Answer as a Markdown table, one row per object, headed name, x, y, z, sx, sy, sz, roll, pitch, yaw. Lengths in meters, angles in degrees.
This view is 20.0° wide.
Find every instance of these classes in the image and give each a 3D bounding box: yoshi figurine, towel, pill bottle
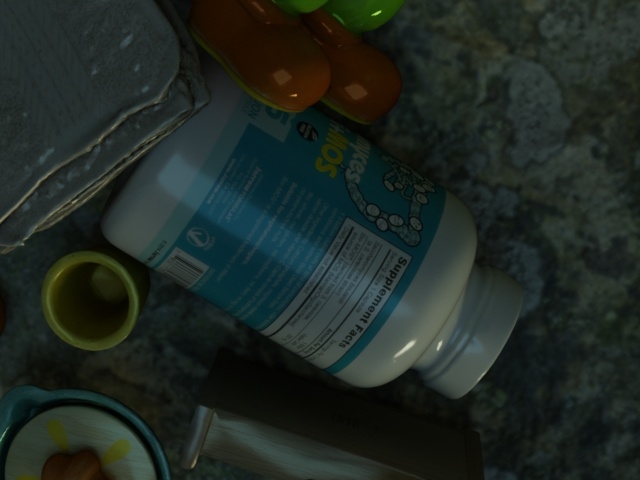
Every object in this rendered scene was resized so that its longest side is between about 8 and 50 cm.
| name | x | y | z | sx | sy | sz | roll | pitch | yaw |
| --- | --- | --- | --- | --- | --- | --- | --- | --- | --- |
| yoshi figurine | 0.093 | -0.227 | 1.093 | 0.203 | 0.203 | 0.362 | 26 | 107 | -25 |
| towel | -0.203 | -0.149 | 1.129 | 0.187 | 0.049 | 0.282 | -37 | 75 | 15 |
| pill bottle | 0.000 | 0.000 | 1.192 | 0.264 | 0.146 | 0.146 | 31 | 108 | -11 |

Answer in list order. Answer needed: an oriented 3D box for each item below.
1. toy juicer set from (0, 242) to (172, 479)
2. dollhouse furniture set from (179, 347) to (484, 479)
| name | x | y | z | sx | sy | sz | roll | pitch | yaw |
| --- | --- | --- | --- | --- | --- | --- | --- | --- | --- |
| toy juicer set | -0.201 | 0.169 | 1.266 | 0.209 | 0.089 | 0.329 | -6 | 103 | 12 |
| dollhouse furniture set | -0.029 | 0.271 | 1.222 | 0.198 | 0.286 | 0.303 | 17 | 103 | -1 |
